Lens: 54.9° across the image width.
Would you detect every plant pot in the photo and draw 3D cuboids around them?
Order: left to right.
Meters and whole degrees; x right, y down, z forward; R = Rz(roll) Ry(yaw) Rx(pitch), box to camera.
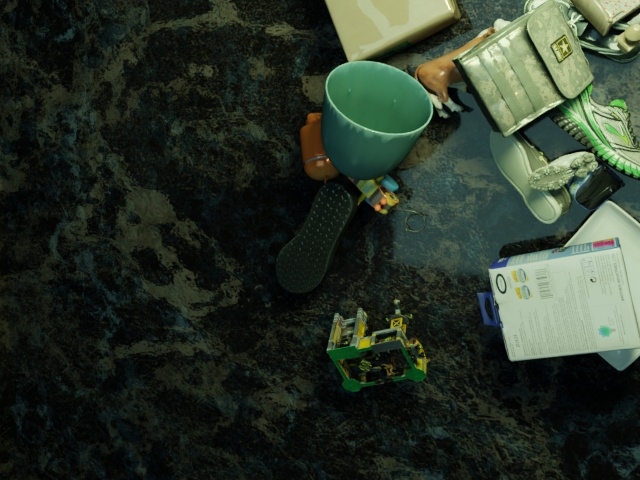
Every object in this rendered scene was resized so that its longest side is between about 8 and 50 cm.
[{"bbox_3d":[0.133,-0.309,1.706,0.293,0.293,0.235,35,142,13],"label":"plant pot"}]

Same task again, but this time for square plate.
[{"bbox_3d":[0.804,0.124,1.686,0.347,0.049,0.344,41,113,11],"label":"square plate"}]

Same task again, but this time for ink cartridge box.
[{"bbox_3d":[0.622,0.165,1.663,0.395,0.151,0.270,-12,94,24],"label":"ink cartridge box"}]

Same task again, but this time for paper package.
[{"bbox_3d":[0.191,-0.692,1.725,0.324,0.168,0.310,-20,92,24],"label":"paper package"}]

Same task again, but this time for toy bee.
[{"bbox_3d":[0.180,-0.147,1.838,0.298,0.162,0.195,25,107,17],"label":"toy bee"}]

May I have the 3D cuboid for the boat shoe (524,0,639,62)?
[{"bbox_3d":[0.674,-0.557,1.582,0.319,0.099,0.116,32,109,14],"label":"boat shoe"}]

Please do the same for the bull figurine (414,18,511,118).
[{"bbox_3d":[0.420,-0.472,1.706,0.310,0.101,0.189,-20,94,25],"label":"bull figurine"}]

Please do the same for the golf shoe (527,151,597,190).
[{"bbox_3d":[0.629,-0.185,1.618,0.176,0.086,0.069,-17,112,11],"label":"golf shoe"}]

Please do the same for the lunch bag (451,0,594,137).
[{"bbox_3d":[0.522,-0.437,1.559,0.287,0.169,0.235,-32,103,11],"label":"lunch bag"}]

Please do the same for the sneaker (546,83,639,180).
[{"bbox_3d":[0.759,-0.275,1.583,0.343,0.134,0.146,43,112,10],"label":"sneaker"}]

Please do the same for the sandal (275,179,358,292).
[{"bbox_3d":[0.002,0.001,1.952,0.167,0.107,0.446,42,124,14],"label":"sandal"}]

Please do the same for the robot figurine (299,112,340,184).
[{"bbox_3d":[0.005,-0.279,1.893,0.158,0.128,0.220,-15,78,44],"label":"robot figurine"}]

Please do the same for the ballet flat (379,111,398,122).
[{"bbox_3d":[0.173,-0.400,1.854,0.206,0.073,0.067,25,81,14],"label":"ballet flat"}]

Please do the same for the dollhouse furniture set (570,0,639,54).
[{"bbox_3d":[0.790,-0.636,1.447,0.303,0.174,0.356,-34,72,0],"label":"dollhouse furniture set"}]

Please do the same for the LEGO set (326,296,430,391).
[{"bbox_3d":[0.181,0.322,1.951,0.331,0.192,0.255,-23,120,28],"label":"LEGO set"}]

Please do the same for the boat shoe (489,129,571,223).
[{"bbox_3d":[0.578,-0.193,1.699,0.305,0.091,0.109,59,154,6],"label":"boat shoe"}]

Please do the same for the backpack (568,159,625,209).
[{"bbox_3d":[0.723,-0.145,1.639,0.105,0.084,0.114,33,108,-19],"label":"backpack"}]
